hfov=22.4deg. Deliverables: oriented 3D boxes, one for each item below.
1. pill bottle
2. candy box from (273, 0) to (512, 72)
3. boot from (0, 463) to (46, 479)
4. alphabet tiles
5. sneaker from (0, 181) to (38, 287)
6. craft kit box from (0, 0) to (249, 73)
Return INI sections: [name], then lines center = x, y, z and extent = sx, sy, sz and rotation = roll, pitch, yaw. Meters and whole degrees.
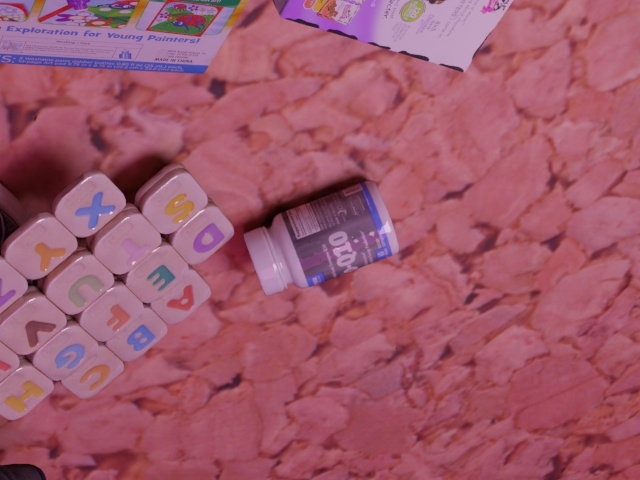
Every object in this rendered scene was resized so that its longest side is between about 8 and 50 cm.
[pill bottle]
center = 0.000, 0.000, 1.555
extent = 0.137, 0.078, 0.078
rotation = -21, 137, -1
[candy box]
center = 0.076, -0.243, 1.348
extent = 0.196, 0.070, 0.165
rotation = 13, 126, -31
[boot]
center = -0.456, 0.248, 1.578
extent = 0.338, 0.118, 0.223
rotation = 4, 167, 10
[alphabet tiles]
center = -0.210, 0.051, 1.490
extent = 0.284, 0.021, 0.278
rotation = -41, 150, -4
[sneaker]
center = -0.340, -0.013, 1.378
extent = 0.121, 0.112, 0.299
rotation = -32, 137, 9
[craft kit box]
center = -0.170, -0.211, 1.224
extent = 0.250, 0.061, 0.246
rotation = 1, 160, -24
